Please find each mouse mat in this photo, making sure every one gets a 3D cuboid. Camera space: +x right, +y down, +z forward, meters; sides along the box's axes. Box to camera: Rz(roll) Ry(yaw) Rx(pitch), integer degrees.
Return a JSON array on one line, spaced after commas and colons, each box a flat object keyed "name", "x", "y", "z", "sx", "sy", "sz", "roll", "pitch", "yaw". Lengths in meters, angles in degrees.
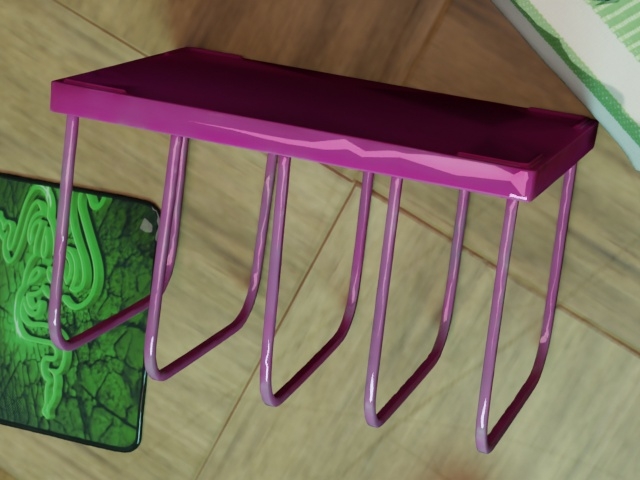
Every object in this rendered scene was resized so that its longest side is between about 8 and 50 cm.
[{"name": "mouse mat", "x": -0.191, "y": 0.052, "z": 1.298, "sx": 0.152, "sy": 0.007, "sz": 0.189, "roll": 11, "pitch": 103, "yaw": 17}]

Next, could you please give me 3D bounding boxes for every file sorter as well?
[{"name": "file sorter", "x": 0.000, "y": 0.000, "z": 1.120, "sx": 0.291, "sy": 0.202, "sz": 0.182, "roll": 11, "pitch": 105, "yaw": 16}]

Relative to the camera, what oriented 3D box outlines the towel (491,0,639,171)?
[{"name": "towel", "x": 0.251, "y": -0.218, "z": 1.083, "sx": 0.325, "sy": 0.038, "sz": 0.248, "roll": -42, "pitch": 86, "yaw": 20}]
